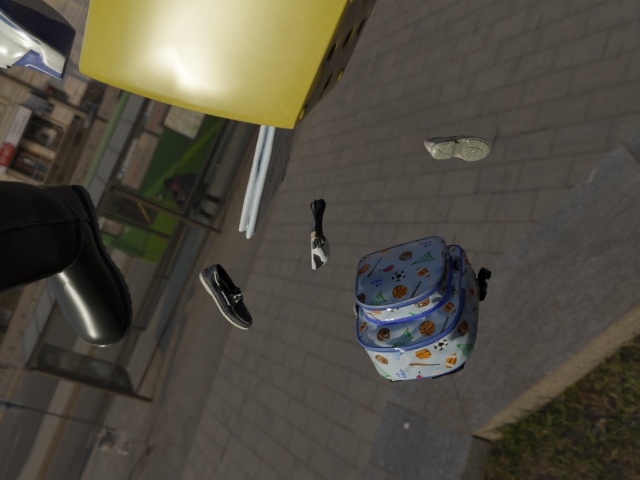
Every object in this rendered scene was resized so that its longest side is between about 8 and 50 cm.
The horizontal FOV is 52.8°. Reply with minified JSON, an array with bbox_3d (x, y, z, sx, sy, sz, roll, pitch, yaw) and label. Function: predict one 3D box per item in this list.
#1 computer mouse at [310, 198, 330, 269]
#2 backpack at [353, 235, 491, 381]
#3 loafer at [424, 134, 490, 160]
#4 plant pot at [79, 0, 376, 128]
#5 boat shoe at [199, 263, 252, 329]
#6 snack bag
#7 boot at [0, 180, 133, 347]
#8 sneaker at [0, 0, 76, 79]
[{"bbox_3d":[0.000,0.000,1.414,0.193,0.042,0.106,90,178,-62],"label":"computer mouse"},{"bbox_3d":[0.187,0.136,1.263,0.276,0.213,0.264,-21,39,25],"label":"backpack"},{"bbox_3d":[0.235,-0.164,1.107,0.039,0.125,0.045,53,137,45],"label":"loafer"},{"bbox_3d":[-0.056,-0.222,0.570,0.212,0.187,0.212,-62,-4,36],"label":"plant pot"},{"bbox_3d":[-0.246,0.153,1.765,0.065,0.206,0.075,-34,7,25],"label":"boat shoe"},{"bbox_3d":[-0.084,-0.213,1.284,0.343,0.037,0.323,-72,-3,-64],"label":"snack bag"},{"bbox_3d":[-0.515,0.064,1.158,0.146,0.367,0.445,-21,2,3],"label":"boot"},{"bbox_3d":[-0.553,-0.316,0.991,0.182,0.315,0.128,-53,25,31],"label":"sneaker"}]
